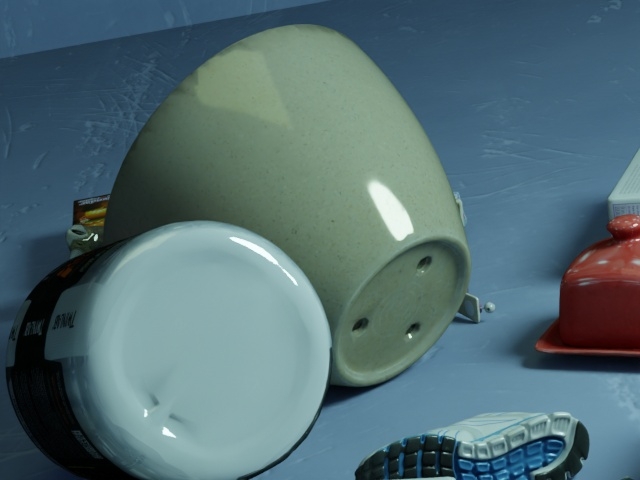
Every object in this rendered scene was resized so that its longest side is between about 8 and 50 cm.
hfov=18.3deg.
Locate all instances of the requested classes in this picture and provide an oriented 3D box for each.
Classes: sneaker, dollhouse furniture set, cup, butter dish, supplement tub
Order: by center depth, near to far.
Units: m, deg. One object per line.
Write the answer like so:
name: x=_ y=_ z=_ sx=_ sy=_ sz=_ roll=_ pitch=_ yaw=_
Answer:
sneaker: x=0.112 y=0.174 z=1.578 sx=0.190 sy=0.071 sz=0.083 roll=-8 pitch=9 yaw=-19
supplement tub: x=-0.138 y=0.099 z=1.627 sx=0.207 sy=0.207 sz=0.338 roll=-18 pitch=1 yaw=-22
butter dish: x=0.285 y=0.034 z=1.813 sx=0.160 sy=0.118 sz=0.160 roll=1 pitch=20 yaw=31
cup: x=0.000 y=0.000 z=1.842 sx=0.331 sy=0.331 sz=0.237 roll=-22 pitch=47 yaw=-33
dollhouse furniture set: x=0.124 y=0.027 z=1.941 sx=0.091 sy=0.114 sz=0.081 roll=-17 pitch=23 yaw=-27

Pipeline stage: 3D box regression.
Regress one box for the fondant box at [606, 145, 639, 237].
fondant box: x=0.474 y=-0.048 z=1.998 sx=0.330 sy=0.096 sz=0.238 roll=-4 pitch=18 yaw=22

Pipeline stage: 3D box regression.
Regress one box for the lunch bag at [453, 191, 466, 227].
lunch bag: x=0.113 y=-0.019 z=2.191 sx=0.083 sy=0.053 sz=0.071 roll=-15 pitch=14 yaw=18

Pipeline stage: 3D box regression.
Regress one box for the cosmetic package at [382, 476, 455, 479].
cosmetic package: x=-0.110 y=0.267 z=1.347 sx=0.377 sy=0.097 sz=0.284 roll=-5 pitch=20 yaw=18

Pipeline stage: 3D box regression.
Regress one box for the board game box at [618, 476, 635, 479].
board game box: x=0.214 y=0.234 z=1.107 sx=0.026 sy=0.186 sz=0.126 roll=-21 pitch=20 yaw=-25

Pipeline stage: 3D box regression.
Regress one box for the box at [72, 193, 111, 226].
box: x=-0.145 y=-0.025 z=2.350 sx=0.293 sy=0.057 sz=0.201 roll=-11 pitch=18 yaw=-3

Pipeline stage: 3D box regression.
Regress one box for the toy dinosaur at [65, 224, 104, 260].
toy dinosaur: x=-0.119 y=-0.004 z=2.186 sx=0.313 sy=0.160 sz=0.121 roll=2 pitch=-20 yaw=0
